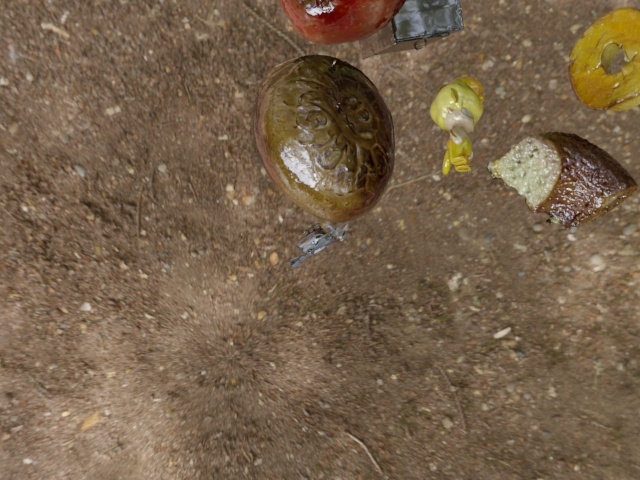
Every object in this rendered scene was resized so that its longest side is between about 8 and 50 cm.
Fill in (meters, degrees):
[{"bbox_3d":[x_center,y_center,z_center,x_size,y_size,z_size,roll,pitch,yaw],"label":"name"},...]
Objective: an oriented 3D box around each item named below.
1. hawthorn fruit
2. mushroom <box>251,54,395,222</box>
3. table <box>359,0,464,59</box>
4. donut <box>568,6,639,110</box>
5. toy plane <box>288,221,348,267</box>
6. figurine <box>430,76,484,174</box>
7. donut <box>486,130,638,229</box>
[{"bbox_3d":[0.022,-0.502,1.172,0.285,0.284,0.369,32,42,-1],"label":"hawthorn fruit"},{"bbox_3d":[0.019,-0.170,1.021,0.278,0.163,0.296,23,54,-47],"label":"mushroom"},{"bbox_3d":[0.205,-0.539,1.488,0.193,0.169,0.172,-16,100,-21],"label":"table"},{"bbox_3d":[0.515,-0.304,1.076,0.066,0.162,0.178,14,71,-36],"label":"donut"},{"bbox_3d":[0.001,-0.001,1.418,0.053,0.197,0.078,43,48,-18],"label":"toy plane"},{"bbox_3d":[0.325,-0.280,1.482,0.131,0.156,0.246,-9,59,28],"label":"figurine"},{"bbox_3d":[0.391,-0.108,1.004,0.144,0.126,0.186,-32,76,-24],"label":"donut"}]
